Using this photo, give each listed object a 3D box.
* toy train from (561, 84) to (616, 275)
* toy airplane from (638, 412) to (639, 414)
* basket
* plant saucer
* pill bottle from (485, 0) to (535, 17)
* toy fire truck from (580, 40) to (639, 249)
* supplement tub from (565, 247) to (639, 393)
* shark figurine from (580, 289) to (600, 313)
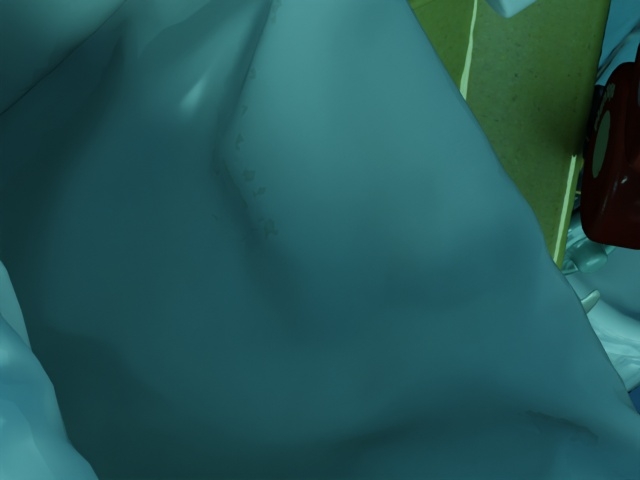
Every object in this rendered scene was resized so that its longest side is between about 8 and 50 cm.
[{"bbox_3d":[0.061,0.000,1.155,0.334,0.142,0.190,-38,152,25],"label":"toy train"},{"bbox_3d":[0.140,0.164,0.744,0.386,0.272,0.384,-19,-157,10],"label":"toy airplane"},{"bbox_3d":[-0.108,0.027,0.526,0.266,0.331,0.328,-33,166,25],"label":"basket"},{"bbox_3d":[0.000,0.000,0.910,0.332,0.081,0.333,-28,139,-32],"label":"plant saucer"},{"bbox_3d":[0.147,-0.189,0.735,0.215,0.117,0.117,-33,165,2],"label":"pill bottle"},{"bbox_3d":[0.247,-0.124,0.876,0.169,0.254,0.302,10,165,1],"label":"toy fire truck"},{"bbox_3d":[0.136,0.089,1.422,0.207,0.207,0.338,-17,158,-45],"label":"supplement tub"},{"bbox_3d":[0.098,0.101,1.107,0.166,0.116,0.278,-39,144,26],"label":"shark figurine"}]
